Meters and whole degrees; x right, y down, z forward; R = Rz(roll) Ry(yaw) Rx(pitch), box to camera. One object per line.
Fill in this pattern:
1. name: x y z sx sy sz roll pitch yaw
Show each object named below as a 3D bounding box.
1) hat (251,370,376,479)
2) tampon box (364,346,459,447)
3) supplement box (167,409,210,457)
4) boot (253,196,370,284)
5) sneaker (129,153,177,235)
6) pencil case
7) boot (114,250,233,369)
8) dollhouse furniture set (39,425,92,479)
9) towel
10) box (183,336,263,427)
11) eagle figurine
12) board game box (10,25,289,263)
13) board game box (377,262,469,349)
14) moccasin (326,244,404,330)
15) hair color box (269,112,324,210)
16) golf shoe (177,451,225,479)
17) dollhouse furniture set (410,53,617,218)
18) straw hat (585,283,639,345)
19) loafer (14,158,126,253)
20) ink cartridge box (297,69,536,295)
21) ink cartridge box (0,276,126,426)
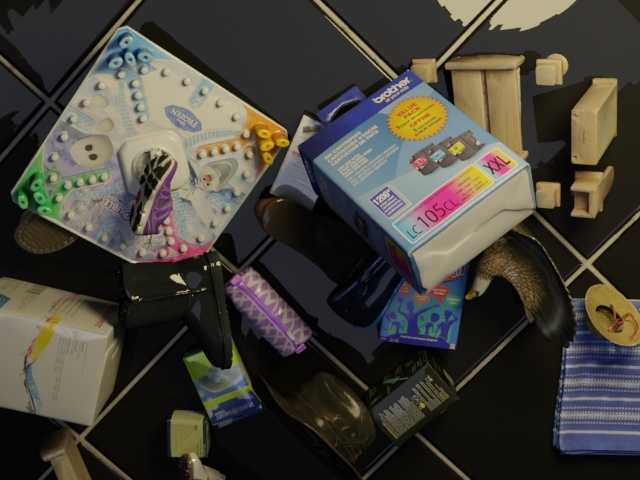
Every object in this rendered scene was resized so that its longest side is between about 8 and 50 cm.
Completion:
1. hat: 0.018 0.352 1.890 0.134 0.331 0.331 -44 100 -12
2. tampon box: 0.182 0.314 1.940 0.161 0.120 0.101 -40 98 9
3. supplement box: -0.274 0.402 1.997 0.083 0.056 0.083 1 103 0
4. boot: 0.000 0.000 1.890 0.305 0.115 0.112 33 87 -25
5. sneaker: -0.301 -0.084 1.784 0.071 0.068 0.170 7 122 -37
6. pencil case: -0.106 0.145 1.921 0.086 0.088 0.206 -43 98 7
7. boot: -0.285 0.148 1.859 0.207 0.094 0.247 -10 104 -15
8. dollhouse furniture set: -0.617 0.555 1.918 0.303 0.286 0.198 -22 102 -6
9. towel: 0.613 0.285 1.972 0.243 0.040 0.336 2 103 -1
10. box: -0.200 0.298 1.980 0.109 0.042 0.178 -22 101 4
11. eagle figurine: 0.362 0.046 1.814 0.298 0.225 0.226 29 59 -4
12. board game box: -0.313 -0.138 1.809 0.389 0.050 0.390 31 102 -28
13. board game box: 0.208 0.106 1.929 0.160 0.047 0.210 6 101 -1
14. moccasin: 0.129 0.004 1.813 0.116 0.138 0.342 29 86 -8
15. hair color box: -0.024 -0.153 1.870 0.093 0.053 0.167 24 103 -5
16. golf shoe: -0.244 0.492 1.991 0.085 0.067 0.186 -24 137 -17
17. dollhouse furniture set: 0.378 -0.221 1.859 0.355 0.174 0.303 7 119 29
18. straw hat: 0.563 0.162 1.899 0.144 0.144 0.061 34 138 -7
19. loafer: -0.479 -0.077 1.867 0.268 0.092 0.102 -37 118 3
20. ink cartridge box: 0.149 -0.127 1.722 0.270 0.395 0.151 -36 142 -11
21. ink cartridge box: -0.540 0.214 1.884 0.270 0.198 0.197 13 102 -2
